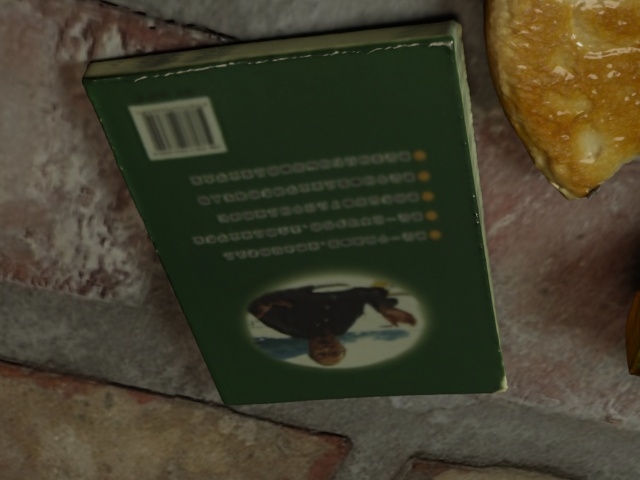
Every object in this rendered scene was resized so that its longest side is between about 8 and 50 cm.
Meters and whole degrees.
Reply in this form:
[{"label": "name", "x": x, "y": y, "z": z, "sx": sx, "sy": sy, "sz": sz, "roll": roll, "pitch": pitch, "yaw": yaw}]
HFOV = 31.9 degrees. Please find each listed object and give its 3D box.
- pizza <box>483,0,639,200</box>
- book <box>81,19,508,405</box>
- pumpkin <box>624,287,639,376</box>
[{"label": "pizza", "x": 0.169, "y": -0.129, "z": 0.702, "sx": 0.134, "sy": 0.056, "sz": 0.271, "roll": -11, "pitch": 134, "yaw": 18}, {"label": "book", "x": 0.000, "y": 0.000, "z": 0.863, "sx": 0.260, "sy": 0.043, "sz": 0.371, "roll": -4, "pitch": 135, "yaw": 11}, {"label": "pumpkin", "x": 0.356, "y": 0.039, "z": 0.839, "sx": 0.290, "sy": 0.095, "sz": 0.258, "roll": 31, "pitch": 126, "yaw": -31}]
